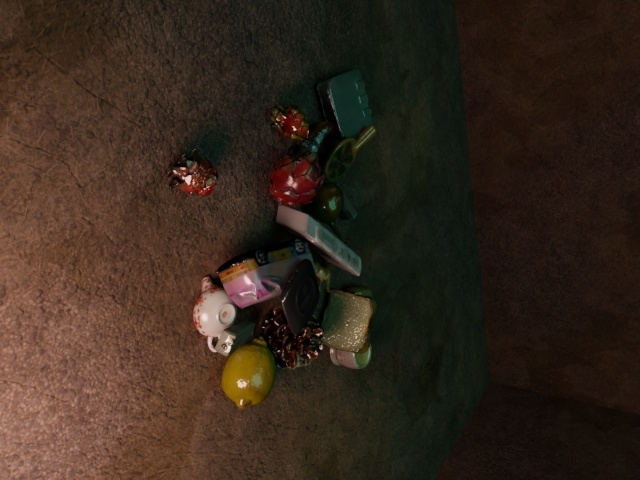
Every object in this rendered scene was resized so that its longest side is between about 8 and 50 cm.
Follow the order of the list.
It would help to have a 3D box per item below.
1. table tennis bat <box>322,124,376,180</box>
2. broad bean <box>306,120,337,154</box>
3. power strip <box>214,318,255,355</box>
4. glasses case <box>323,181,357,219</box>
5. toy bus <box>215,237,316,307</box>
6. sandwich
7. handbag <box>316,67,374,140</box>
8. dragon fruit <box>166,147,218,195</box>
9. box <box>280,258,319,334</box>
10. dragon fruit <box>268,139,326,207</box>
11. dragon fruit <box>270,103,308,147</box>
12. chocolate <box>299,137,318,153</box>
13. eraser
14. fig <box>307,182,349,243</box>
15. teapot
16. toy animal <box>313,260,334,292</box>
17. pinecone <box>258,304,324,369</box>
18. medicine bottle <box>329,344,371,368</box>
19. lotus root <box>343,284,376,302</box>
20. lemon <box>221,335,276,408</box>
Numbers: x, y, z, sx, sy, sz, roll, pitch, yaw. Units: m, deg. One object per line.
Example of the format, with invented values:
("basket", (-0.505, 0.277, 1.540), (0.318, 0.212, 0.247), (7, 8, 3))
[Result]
("table tennis bat", (0.121, -0.381, 2.119), (0.321, 0.050, 0.198), (-44, 156, -16))
("broad bean", (-0.003, -0.414, 2.017), (0.114, 0.084, 0.165), (37, 69, -28))
("power strip", (-0.276, 0.315, 1.649), (0.078, 0.052, 0.272), (-65, 174, 4))
("glasses case", (0.083, -0.169, 2.163), (0.047, 0.071, 0.205), (-60, 136, -25))
("toy bus", (-0.169, 0.112, 1.708), (0.386, 0.171, 0.162), (-15, 78, -58))
("sandwich", (0.116, 0.342, 2.130), (0.087, 0.226, 0.251), (28, 73, -65))
("handbag", (0.102, -0.578, 2.138), (0.274, 0.100, 0.268), (-41, 121, -44))
("dragon fruit", (-0.381, -0.196, 1.518), (0.142, 0.121, 0.130), (42, 50, -18))
("box", (-0.061, 0.190, 1.698), (0.212, 0.042, 0.201), (-55, 139, -42))
("dragon fruit", (-0.081, -0.237, 1.825), (0.274, 0.192, 0.193), (-58, -175, 13))
("dragon fruit", (-0.117, -0.439, 1.856), (0.175, 0.138, 0.142), (14, 57, -32))
("chocolate", (-0.060, -0.318, 1.939), (0.072, 0.072, 0.166), (17, 101, -52))
("eraser", (0.000, 0.001, 1.971), (0.397, 0.213, 0.082), (38, 79, -48))
("fig", (0.036, -0.101, 2.013), (0.151, 0.151, 0.259), (-13, 87, -52))
("teapot", (-0.341, 0.247, 1.629), (0.159, 0.116, 0.245), (-2, 100, -64))
("toy animal", (-0.017, 0.130, 2.072), (0.181, 0.073, 0.136), (30, 61, -37))
("pinecone", (-0.095, 0.350, 1.833), (0.244, 0.257, 0.243), (18, 65, -43))
("medicine bottle", (0.133, 0.493, 2.225), (0.147, 0.143, 0.147), (3, 86, -51))
("lotus root", (0.181, 0.266, 2.288), (0.221, 0.118, 0.125), (10, 85, -52))
("lemon", (-0.241, 0.451, 1.706), (0.184, 0.184, 0.248), (48, 48, -43))
